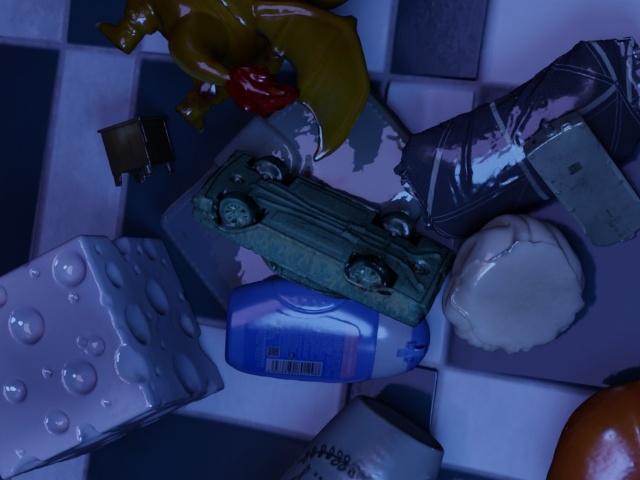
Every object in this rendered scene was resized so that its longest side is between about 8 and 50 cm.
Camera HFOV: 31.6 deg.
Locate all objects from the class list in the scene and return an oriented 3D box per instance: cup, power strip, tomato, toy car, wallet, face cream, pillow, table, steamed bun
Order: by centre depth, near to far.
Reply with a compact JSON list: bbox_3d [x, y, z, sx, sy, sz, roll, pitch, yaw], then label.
[{"bbox_3d":[0.393,0.286,1.317,0.260,0.180,0.260,0,89,16],"label":"tomato"},{"bbox_3d":[0.316,-0.074,1.350,0.080,0.227,0.029,-32,37,18],"label":"power strip"},{"bbox_3d":[0.258,-0.123,1.387,0.335,0.092,0.161,-26,114,13],"label":"pillow"},{"bbox_3d":[0.236,0.051,1.396,0.183,0.106,0.183,-4,118,-7],"label":"steamed bun"},{"bbox_3d":[0.000,0.000,1.407,0.320,0.141,0.097,25,129,8],"label":"toy car"},{"bbox_3d":[0.067,0.345,1.412,0.258,0.186,0.234,36,94,35],"label":"cup"},{"bbox_3d":[0.011,0.118,1.463,0.264,0.083,0.149,5,119,-2],"label":"face cream"},{"bbox_3d":[-0.031,-0.051,1.514,0.360,0.083,0.252,-43,83,12],"label":"wallet"},{"bbox_3d":[-0.252,-0.125,1.586,0.070,0.083,0.082,-15,92,21],"label":"table"}]

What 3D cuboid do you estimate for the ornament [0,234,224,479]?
[{"bbox_3d":[-0.315,0.149,1.520,0.239,0.239,0.240,-27,82,16],"label":"ornament"}]

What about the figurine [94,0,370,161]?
[{"bbox_3d":[-0.059,-0.318,1.420,0.401,0.268,0.387,43,82,-1],"label":"figurine"}]
